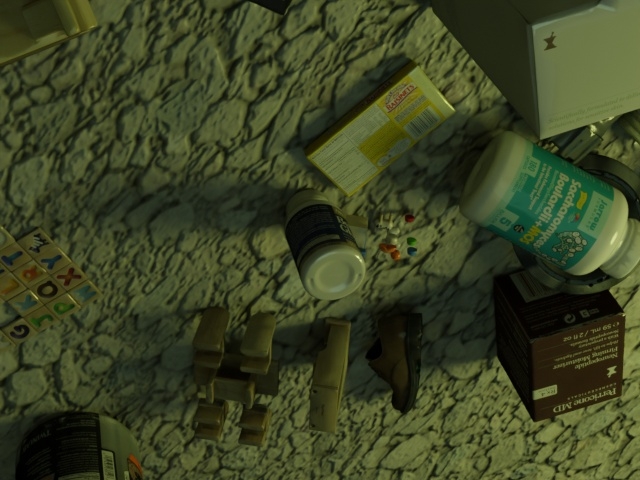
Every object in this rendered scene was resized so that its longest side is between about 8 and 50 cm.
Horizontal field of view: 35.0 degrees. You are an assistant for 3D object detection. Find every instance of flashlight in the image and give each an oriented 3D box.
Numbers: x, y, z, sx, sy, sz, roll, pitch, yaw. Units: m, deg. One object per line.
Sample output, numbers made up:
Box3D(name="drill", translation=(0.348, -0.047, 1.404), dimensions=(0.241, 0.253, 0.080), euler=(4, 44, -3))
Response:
Box3D(name="flashlight", translation=(0.449, -0.244, 1.474), dimensions=(0.103, 0.103, 0.304), euler=(43, 109, -9))

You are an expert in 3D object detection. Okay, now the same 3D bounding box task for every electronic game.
Box3D(name="electronic game", translation=(0.417, -0.025, 1.617), dimensions=(0.229, 0.048, 0.229), euler=(0, 103, 0))

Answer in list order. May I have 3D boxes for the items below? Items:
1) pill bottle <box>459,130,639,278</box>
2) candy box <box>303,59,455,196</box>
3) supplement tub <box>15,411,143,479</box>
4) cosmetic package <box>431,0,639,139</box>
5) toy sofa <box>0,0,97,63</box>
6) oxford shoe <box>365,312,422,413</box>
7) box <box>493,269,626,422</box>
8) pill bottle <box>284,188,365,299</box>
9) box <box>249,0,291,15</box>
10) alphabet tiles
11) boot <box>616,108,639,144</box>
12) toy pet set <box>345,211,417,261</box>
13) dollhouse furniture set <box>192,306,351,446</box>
Box3D(name="pill bottle", translation=(0.351, -0.043, 1.512), dimensions=(0.264, 0.146, 0.146), euler=(27, 117, -6))
Box3D(name="candy box", translation=(0.085, -0.159, 1.473), dimensions=(0.206, 0.027, 0.105), euler=(-38, 125, 13))
Box3D(name="supplement tub", translation=(-0.374, 0.455, 1.601), dimensions=(0.207, 0.338, 0.207), euler=(-8, 129, -10))
Box3D(name="cosmetic package", translation=(0.269, -0.294, 1.209), dimensions=(0.197, 0.365, 0.155), euler=(-16, 129, -3))
Box3D(name="toy sofa", translation=(-0.457, -0.252, 1.186), dimensions=(0.362, 0.177, 0.150), euler=(-22, 105, 0))
Box3D(name="oxford shoe", translation=(0.126, 0.208, 1.744), dimensions=(0.096, 0.083, 0.227), euler=(1, 128, 6))
Box3D(name="box", translation=(0.402, 0.163, 1.722), dimensions=(0.168, 0.167, 0.203), euler=(-16, 129, -5))
Box3D(name="pill bottle", translation=(0.000, 0.000, 1.476), dimensions=(0.094, 0.169, 0.094), euler=(-9, 129, -11))
Box3D(name="box", translation=(-0.123, -0.404, 1.178), dimensions=(0.261, 0.103, 0.184), euler=(17, 122, -26))
Box3D(name="alphabet tiles", translation=(-0.468, 0.055, 1.482), dimensions=(0.198, 0.009, 0.237), euler=(-29, 129, 7))
Box3D(name="boot", translation=(0.576, -0.183, 1.572), dimensions=(0.213, 0.077, 0.165), euler=(31, 112, -27))
Box3D(name="toy pet set", translation=(0.084, 0.009, 1.545), dimensions=(0.114, 0.122, 0.065), euler=(9, 118, 0))
Box3D(name="dollhouse furniture set", translation=(-0.082, 0.207, 1.660), dimensions=(0.242, 0.161, 0.212), euler=(7, 126, 5))
